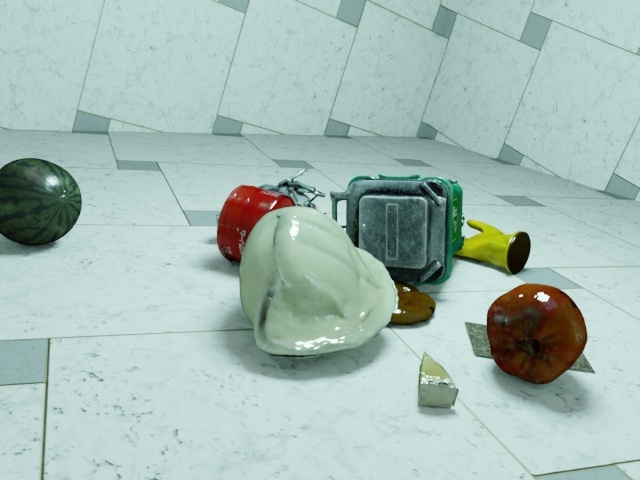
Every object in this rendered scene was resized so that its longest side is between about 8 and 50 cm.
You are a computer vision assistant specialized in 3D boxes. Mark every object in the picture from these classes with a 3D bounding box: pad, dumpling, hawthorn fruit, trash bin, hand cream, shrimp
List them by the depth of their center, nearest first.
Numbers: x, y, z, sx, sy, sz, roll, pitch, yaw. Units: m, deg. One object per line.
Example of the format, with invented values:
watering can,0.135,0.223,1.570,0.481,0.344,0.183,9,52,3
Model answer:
hawthorn fruit,0.403,0.164,1.244,0.185,0.185,0.202,16,15,25
dumpling,0.000,0.077,1.293,0.315,0.233,0.395,9,32,-3
pad,0.419,0.215,1.368,0.234,0.003,0.158,8,18,2
hand cream,-0.149,-0.031,1.608,0.125,0.193,0.193,13,19,22
trash bin,0.216,-0.041,1.701,0.294,0.259,0.381,3,8,23
shrimp,-0.073,-0.126,1.967,0.372,0.172,0.137,14,12,42

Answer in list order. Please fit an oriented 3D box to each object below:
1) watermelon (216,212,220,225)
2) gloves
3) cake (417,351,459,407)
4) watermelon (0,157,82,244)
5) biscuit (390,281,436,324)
watermelon,-0.188,-0.020,1.771,0.139,0.071,0.187,31,20,37
gloves,0.428,0.005,1.889,0.133,0.116,0.294,0,11,-45
cake,0.180,0.231,1.144,0.065,0.052,0.121,0,20,-14
watermelon,-0.668,-0.090,1.564,0.212,0.212,0.212,6,18,-2
biscuit,0.147,0.130,1.472,0.212,0.036,0.212,7,16,-2
